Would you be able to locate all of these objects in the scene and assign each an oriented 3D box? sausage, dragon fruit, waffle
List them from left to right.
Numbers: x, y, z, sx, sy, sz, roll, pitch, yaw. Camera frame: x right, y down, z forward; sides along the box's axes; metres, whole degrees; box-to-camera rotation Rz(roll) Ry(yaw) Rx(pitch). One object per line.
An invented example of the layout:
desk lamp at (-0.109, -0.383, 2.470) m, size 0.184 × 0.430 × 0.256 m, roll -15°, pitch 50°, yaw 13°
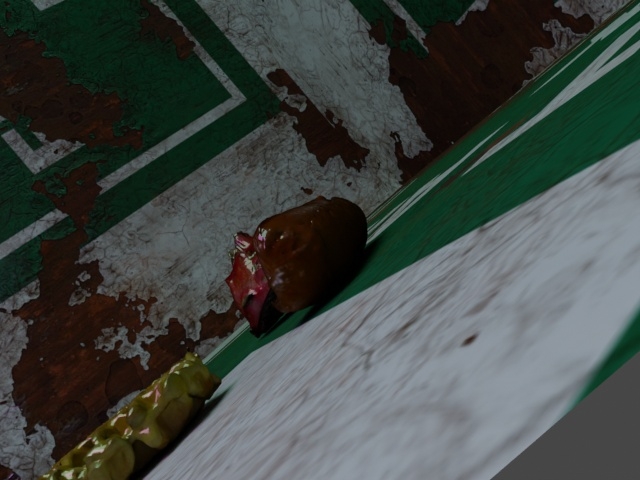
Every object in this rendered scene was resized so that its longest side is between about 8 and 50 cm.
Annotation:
waffle at (-0.179, 0.183, 0.566) m, size 0.253 × 0.056 × 0.249 m, roll -43°, pitch -1°, yaw 36°
dragon fruit at (-0.092, 0.047, 0.853) m, size 0.153 × 0.110 × 0.153 m, roll -53°, pitch -20°, yaw -28°
sausage at (0.000, 0.000, 0.705) m, size 0.102 × 0.102 × 0.330 m, roll -41°, pitch -1°, yaw 14°
